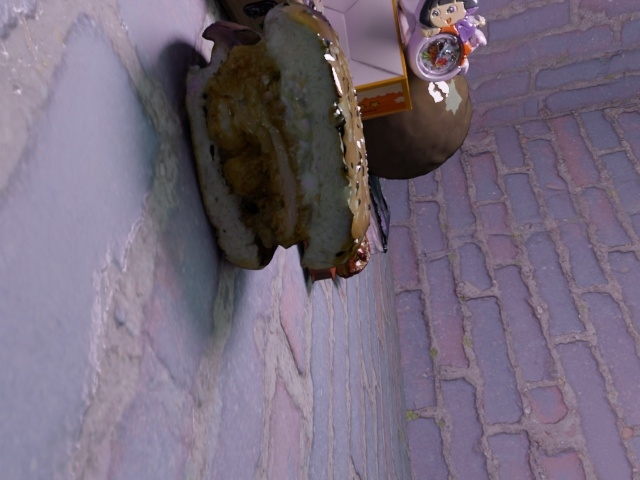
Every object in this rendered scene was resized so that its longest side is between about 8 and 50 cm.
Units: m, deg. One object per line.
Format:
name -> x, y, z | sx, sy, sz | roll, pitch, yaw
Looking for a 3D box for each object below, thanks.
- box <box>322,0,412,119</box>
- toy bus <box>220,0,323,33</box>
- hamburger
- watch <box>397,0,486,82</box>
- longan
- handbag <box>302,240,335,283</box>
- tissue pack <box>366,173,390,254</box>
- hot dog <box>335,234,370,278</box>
box -> 0.082, -0.472, 1.550 | 0.214, 0.259, 0.284 | 42, 40, -77
toy bus -> -0.087, -0.400, 0.926 | 0.289, 0.139, 0.157 | 57, 30, -63
hamburger -> -0.043, -0.132, 0.785 | 0.277, 0.195, 0.318 | -67, 148, -68
watch -> 0.284, -0.531, 1.489 | 0.231, 0.196, 0.244 | -97, 169, -52
longan -> 0.224, -0.381, 1.814 | 0.404, 0.435, 0.404 | -25, 119, -58
handbag -> 0.000, 0.000, 1.259 | 0.190, 0.062, 0.127 | -72, 152, -73
tissue pack -> 0.154, -0.132, 2.031 | 0.361, 0.122, 0.259 | -69, 145, -66
hot dog -> 0.070, -0.010, 1.547 | 0.160, 0.099, 0.227 | 67, 20, -49
